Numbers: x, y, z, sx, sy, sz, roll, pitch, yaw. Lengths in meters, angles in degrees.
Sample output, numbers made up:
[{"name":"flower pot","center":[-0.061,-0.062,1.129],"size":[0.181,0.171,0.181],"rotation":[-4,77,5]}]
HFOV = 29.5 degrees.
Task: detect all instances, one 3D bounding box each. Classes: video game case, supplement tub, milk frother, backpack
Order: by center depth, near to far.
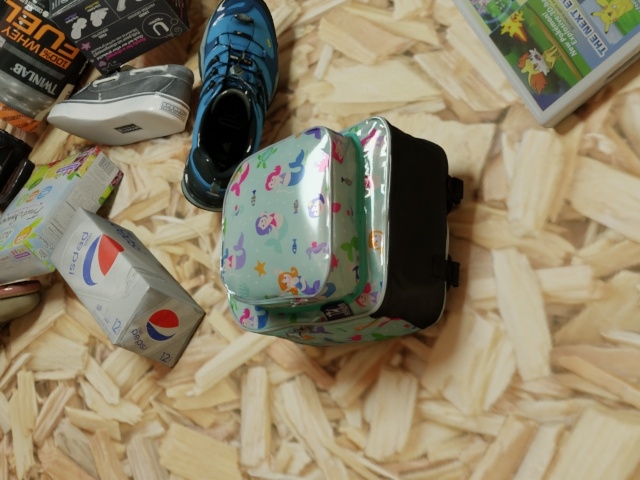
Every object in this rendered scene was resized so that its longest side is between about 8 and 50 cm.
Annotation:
[{"name":"video game case","center":[0.247,-0.330,1.198],"size":[0.300,0.036,0.329],"rotation":[-40,71,27]},{"name":"backpack","center":[0.000,0.000,1.288],"size":[0.253,0.191,0.225],"rotation":[-18,65,50]},{"name":"supplement tub","center":[-0.477,-0.357,2.069],"size":[0.316,0.193,0.193],"rotation":[-59,37,6]},{"name":"milk frother","center":[-0.585,-0.135,2.100],"size":[0.129,0.143,0.135],"rotation":[28,87,46]}]

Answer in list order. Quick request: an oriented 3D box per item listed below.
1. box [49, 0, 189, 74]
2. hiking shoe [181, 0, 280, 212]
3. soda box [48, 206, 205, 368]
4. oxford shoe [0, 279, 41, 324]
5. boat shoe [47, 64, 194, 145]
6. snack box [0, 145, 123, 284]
[{"name":"box","center":[-0.307,-0.400,1.828],"size":[0.163,0.142,0.247],"rotation":[-25,48,15]},{"name":"hiking shoe","center":[-0.103,-0.190,1.562],"size":[0.132,0.113,0.304],"rotation":[143,135,-72]},{"name":"soda box","center":[-0.267,0.057,1.641],"size":[0.091,0.098,0.286],"rotation":[-58,36,5]},{"name":"oxford shoe","center":[-0.562,0.162,1.947],"size":[0.348,0.123,0.130],"rotation":[-26,84,31]},{"name":"boat shoe","center":[-0.302,-0.215,1.846],"size":[0.301,0.108,0.102],"rotation":[-3,66,46]},{"name":"snack box","center":[-0.419,-0.037,1.853],"size":[0.174,0.070,0.207],"rotation":[-13,40,46]}]
